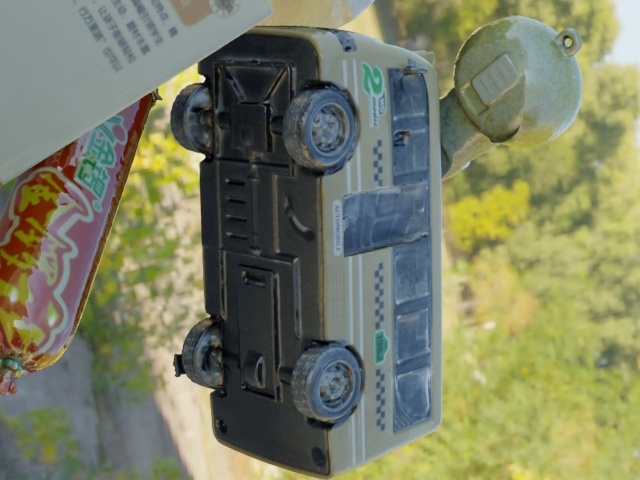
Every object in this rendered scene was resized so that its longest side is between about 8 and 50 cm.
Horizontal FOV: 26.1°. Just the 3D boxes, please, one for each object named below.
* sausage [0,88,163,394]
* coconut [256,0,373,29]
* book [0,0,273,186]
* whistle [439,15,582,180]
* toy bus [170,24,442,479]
[{"bbox_3d":[-0.171,-0.010,0.904,0.083,0.083,0.264,70,24,-48],"label":"sausage"},{"bbox_3d":[-0.053,-0.352,1.452,0.329,0.328,0.329,-14,90,-84],"label":"coconut"},{"bbox_3d":[-0.196,-0.146,0.829,0.208,0.295,0.020,61,-8,-29],"label":"book"},{"bbox_3d":[0.154,-0.120,1.247,0.123,0.223,0.123,26,44,-28],"label":"whistle"},{"bbox_3d":[0.000,0.000,1.176,0.202,0.177,0.365,-11,105,-42],"label":"toy bus"}]
